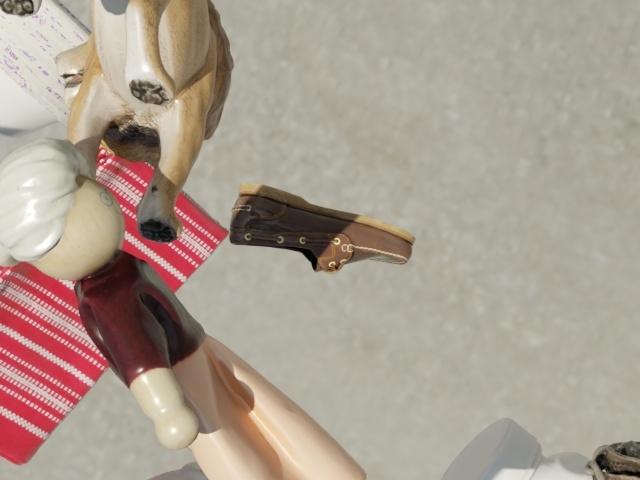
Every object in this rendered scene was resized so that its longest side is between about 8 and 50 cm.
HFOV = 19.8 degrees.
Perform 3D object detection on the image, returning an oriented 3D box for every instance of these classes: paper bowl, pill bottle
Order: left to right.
[{"bbox_3d":[-0.345,-0.219,1.921,0.284,0.148,0.284,44,179,1],"label":"paper bowl"},{"bbox_3d":[0.237,0.292,1.695,0.272,0.152,0.152,42,151,-7],"label":"pill bottle"}]

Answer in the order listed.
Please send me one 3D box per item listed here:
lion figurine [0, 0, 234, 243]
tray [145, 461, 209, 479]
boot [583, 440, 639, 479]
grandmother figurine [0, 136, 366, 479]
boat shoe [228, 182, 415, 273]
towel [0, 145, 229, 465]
[{"bbox_3d":[-0.127,-0.162,1.267,0.142,0.240,0.392,14,149,-1],"label":"lion figurine"},{"bbox_3d":[-0.002,0.211,1.382,0.145,0.030,0.270,0,-167,-45],"label":"tray"},{"bbox_3d":[0.162,0.205,0.871,0.263,0.091,0.229,-10,97,30],"label":"boot"},{"bbox_3d":[-0.098,0.076,1.225,0.342,0.104,0.208,52,173,-11],"label":"grandmother figurine"},{"bbox_3d":[0.000,0.000,1.985,0.207,0.073,0.073,15,164,-12],"label":"boat shoe"},{"bbox_3d":[-0.210,0.054,1.506,0.031,0.275,0.199,40,177,36],"label":"towel"}]
